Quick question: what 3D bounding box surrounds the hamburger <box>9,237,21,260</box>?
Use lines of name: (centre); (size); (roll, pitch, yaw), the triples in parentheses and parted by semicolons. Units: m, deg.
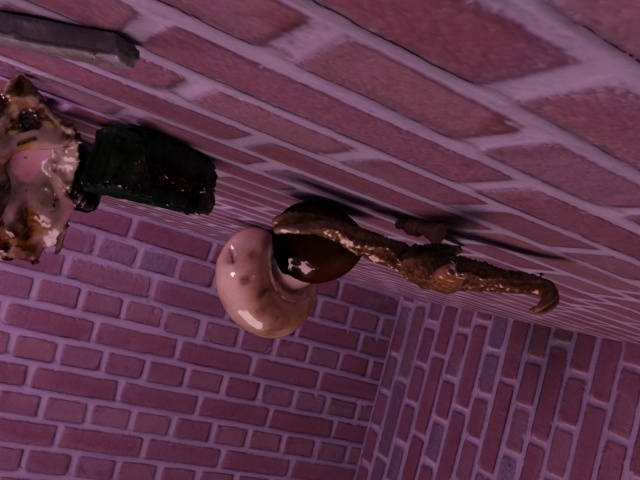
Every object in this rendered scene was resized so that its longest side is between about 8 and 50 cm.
hamburger: (-0.606, -0.117, 1.165); (0.329, 0.250, 0.330); (18, 176, 1)

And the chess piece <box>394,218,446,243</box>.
chess piece: (0.161, -0.020, 1.141); (0.092, 0.035, 0.035); (16, 176, 45)

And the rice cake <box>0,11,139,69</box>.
rice cake: (-0.245, -0.183, 0.627); (0.170, 0.029, 0.033); (15, 171, 14)

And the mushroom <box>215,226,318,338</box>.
mushroom: (-0.143, 0.102, 2.102); (0.353, 0.353, 0.325); (16, -165, -11)

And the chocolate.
chocolate: (0.000, 0.000, 1.251); (0.176, 0.177, 0.177); (15, 175, 1)

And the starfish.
starfish: (0.169, 0.039, 1.103); (0.431, 0.083, 0.324); (13, -171, -38)

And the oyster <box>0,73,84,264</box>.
oyster: (-0.439, -0.098, 0.993); (0.107, 0.355, 0.201); (45, -139, 16)

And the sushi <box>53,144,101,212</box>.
sushi: (-0.527, -0.133, 1.386); (0.225, 0.136, 0.126); (15, 170, 33)

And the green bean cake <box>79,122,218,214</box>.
green bean cake: (-0.247, -0.102, 1.065); (0.208, 0.107, 0.193); (18, 173, -33)
